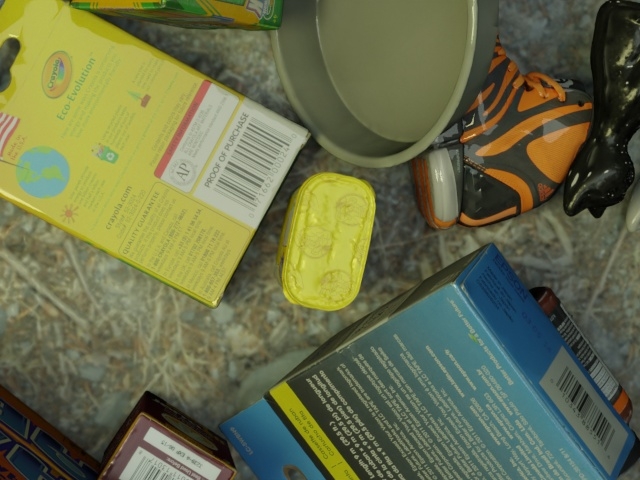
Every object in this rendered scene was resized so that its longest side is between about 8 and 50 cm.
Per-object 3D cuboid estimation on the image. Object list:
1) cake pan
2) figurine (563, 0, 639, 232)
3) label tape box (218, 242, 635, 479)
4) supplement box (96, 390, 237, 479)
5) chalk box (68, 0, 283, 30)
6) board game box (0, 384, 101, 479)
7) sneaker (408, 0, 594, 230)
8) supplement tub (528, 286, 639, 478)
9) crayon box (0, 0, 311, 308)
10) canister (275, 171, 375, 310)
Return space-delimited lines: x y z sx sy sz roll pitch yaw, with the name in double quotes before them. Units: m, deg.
"cake pan" 0.058 -0.216 1.250 0.054 0.293 0.293 -10 92 -39
"figurine" 0.327 -0.110 1.319 0.215 0.092 0.209 12 97 -49
"label tape box" 0.098 0.185 1.305 0.333 0.106 0.240 -33 95 35
"supplement box" -0.146 0.211 1.257 0.104 0.188 0.081 33 86 -6
"chalk box" -0.114 -0.272 1.261 0.132 0.213 0.132 8 96 38
"board game box" -0.339 0.343 1.155 0.356 0.356 0.356 39 87 -5
"sneaker" 0.171 -0.178 1.335 0.180 0.124 0.321 -10 102 -10
"supplement tub" 0.244 0.152 1.342 0.106 0.106 0.198 -36 95 -5
"crayon box" -0.196 -0.095 1.303 0.318 0.081 0.202 29 88 -6
"canister" 0.000 0.000 1.280 0.073 0.170 0.126 11 90 -6
